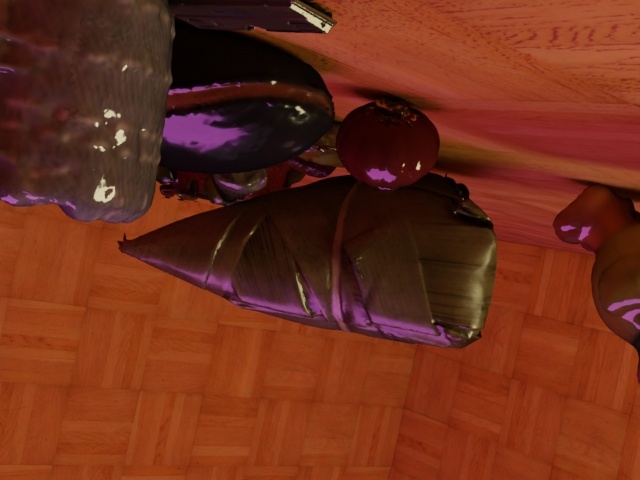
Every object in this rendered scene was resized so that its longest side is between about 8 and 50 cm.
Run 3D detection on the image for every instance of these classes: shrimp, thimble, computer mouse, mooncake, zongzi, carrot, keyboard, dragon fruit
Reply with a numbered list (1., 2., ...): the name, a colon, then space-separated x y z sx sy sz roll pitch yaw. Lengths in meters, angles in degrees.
1. shrimp: 0.001 -0.126 1.196 0.296 0.058 0.169 7 -174 -43
2. thimble: -0.199 -0.110 0.599 0.205 0.172 0.236 9 -177 -17
3. computer mouse: -0.149 -0.127 0.809 0.323 0.116 0.183 13 175 5
4. mooncake: -0.110 -0.113 1.135 0.073 0.130 0.125 -20 -176 -8
5. zongzi: 0.003 -0.022 1.353 0.467 0.218 0.500 12 -170 3
6. carrot: -0.041 -0.134 1.401 0.161 0.055 0.055 15 178 -43
7. keyboard: -0.053 -0.156 0.633 0.129 0.015 0.049 12 175 38
8. dragon fruit: -0.166 -0.119 1.672 0.268 0.130 0.295 12 180 -9

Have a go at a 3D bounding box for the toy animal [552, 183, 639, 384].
1. toy animal: 0.462 0.079 1.205 0.191 0.338 0.216 -34 153 20

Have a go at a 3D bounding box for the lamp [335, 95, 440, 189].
1. lamp: 0.065 -0.093 0.900 0.101 0.090 0.101 3 -145 -2
